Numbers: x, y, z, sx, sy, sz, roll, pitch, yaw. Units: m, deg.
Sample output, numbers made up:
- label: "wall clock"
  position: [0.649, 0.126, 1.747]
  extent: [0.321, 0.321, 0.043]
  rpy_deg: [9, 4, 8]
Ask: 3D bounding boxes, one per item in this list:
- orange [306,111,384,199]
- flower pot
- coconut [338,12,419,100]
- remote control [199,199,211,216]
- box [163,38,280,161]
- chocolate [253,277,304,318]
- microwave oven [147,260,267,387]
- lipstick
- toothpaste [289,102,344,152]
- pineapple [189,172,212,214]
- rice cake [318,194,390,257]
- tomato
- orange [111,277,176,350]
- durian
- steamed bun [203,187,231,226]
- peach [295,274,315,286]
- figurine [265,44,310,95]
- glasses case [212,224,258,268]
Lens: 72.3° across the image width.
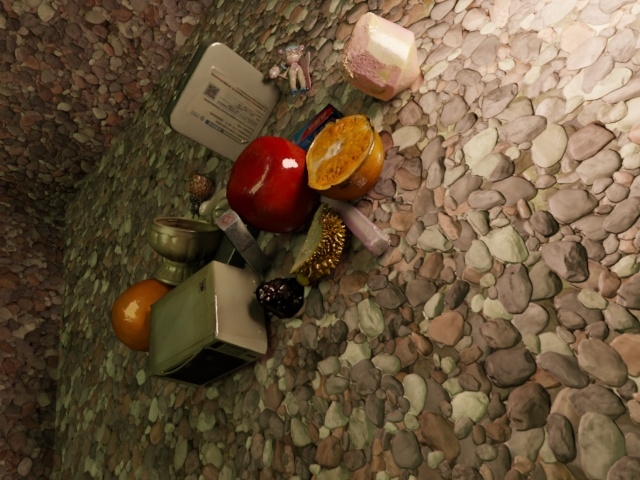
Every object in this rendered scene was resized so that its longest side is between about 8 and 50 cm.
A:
- label: "orange"
  position: [0.073, -0.254, 1.356]
  extent: [0.274, 0.274, 0.310]
  rpy_deg: [-50, 2, 16]
- label: "flower pot"
  position: [-0.568, 0.043, 1.822]
  extent: [0.307, 0.307, 0.244]
  rpy_deg: [23, 105, 46]
- label: "coconut"
  position: [0.196, -0.569, 1.390]
  extent: [0.233, 0.245, 0.233]
  rpy_deg: [-63, 5, 10]
- label: "remote control"
  position: [-0.476, -0.150, 1.980]
  extent: [0.221, 0.042, 0.078]
  rpy_deg: [-6, 68, 41]
- label: "box"
  position: [-0.405, -0.569, 1.843]
  extent: [0.111, 0.396, 0.397]
  rpy_deg: [39, 99, 44]
- label: "chocolate"
  position: [-0.153, 0.184, 1.464]
  extent: [0.156, 0.133, 0.156]
  rpy_deg: [-17, 64, 38]
- label: "microwave oven"
  position: [-0.397, 0.312, 1.559]
  extent: [0.394, 0.247, 0.333]
  rpy_deg: [-32, 52, 30]
- label: "lipstick"
  position: [-0.262, 0.014, 1.533]
  extent: [0.076, 0.290, 0.077]
  rpy_deg: [-42, 51, -11]
- label: "toothpaste"
  position: [-0.051, -0.374, 1.647]
  extent: [0.320, 0.076, 0.066]
  rpy_deg: [-37, 47, 26]
- label: "pineapple"
  position: [-0.581, -0.217, 2.078]
  extent: [0.108, 0.108, 0.198]
  rpy_deg: [25, 101, 46]
- label: "rice cake"
  position: [0.098, -0.074, 1.391]
  extent: [0.073, 0.056, 0.365]
  rpy_deg: [-51, 46, 11]
- label: "tomato"
  position: [-0.160, -0.187, 1.528]
  extent: [0.325, 0.293, 0.289]
  rpy_deg: [-62, 27, -8]
- label: "orange"
  position: [-0.694, 0.308, 1.810]
  extent: [0.312, 0.312, 0.312]
  rpy_deg: [-19, 60, 37]
- label: "durian"
  position: [0.009, 0.005, 1.379]
  extent: [0.137, 0.183, 0.250]
  rpy_deg: [21, 107, 6]
- label: "steamed bun"
  position: [-0.406, -0.128, 1.826]
  extent: [0.183, 0.106, 0.183]
  rpy_deg: [-39, 29, 27]
- label: "peach"
  position: [-0.043, 0.111, 1.446]
  extent: [0.083, 0.050, 0.077]
  rpy_deg: [8, 101, 55]
- label: "figurine"
  position: [-0.124, -0.698, 1.830]
  extent: [0.205, 0.103, 0.260]
  rpy_deg: [-16, 63, 10]
- label: "glasses case"
  position: [-0.345, 0.029, 1.754]
  extent: [0.131, 0.074, 0.323]
  rpy_deg: [27, 92, 45]
